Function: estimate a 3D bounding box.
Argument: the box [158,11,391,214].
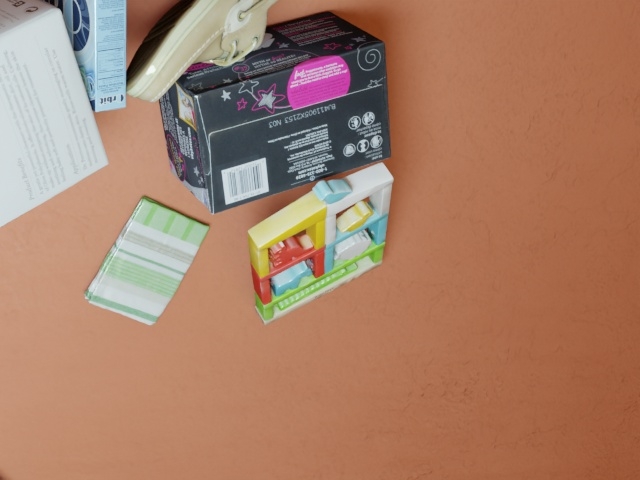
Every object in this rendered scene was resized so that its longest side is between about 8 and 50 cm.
[{"bbox_3d":[-0.057,-0.158,1.447,0.247,0.142,0.163,-19,124,-21],"label":"box"}]

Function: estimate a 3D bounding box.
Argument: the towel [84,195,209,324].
[{"bbox_3d":[-0.221,0.027,1.527,0.113,0.023,0.152,25,98,-40],"label":"towel"}]

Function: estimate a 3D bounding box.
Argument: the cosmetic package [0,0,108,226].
[{"bbox_3d":[-0.416,-0.089,1.183,0.365,0.155,0.197,-33,131,-28],"label":"cosmetic package"}]

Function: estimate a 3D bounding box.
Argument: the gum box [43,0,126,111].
[{"bbox_3d":[-0.259,-0.248,1.267,0.041,0.157,0.184,-15,121,-36],"label":"gum box"}]

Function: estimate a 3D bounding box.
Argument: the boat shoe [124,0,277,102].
[{"bbox_3d":[-0.102,-0.247,1.333,0.098,0.109,0.302,47,58,-19],"label":"boat shoe"}]

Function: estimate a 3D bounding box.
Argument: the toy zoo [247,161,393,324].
[{"bbox_3d":[0.000,0.000,1.536,0.192,0.030,0.293,-28,157,-13],"label":"toy zoo"}]
